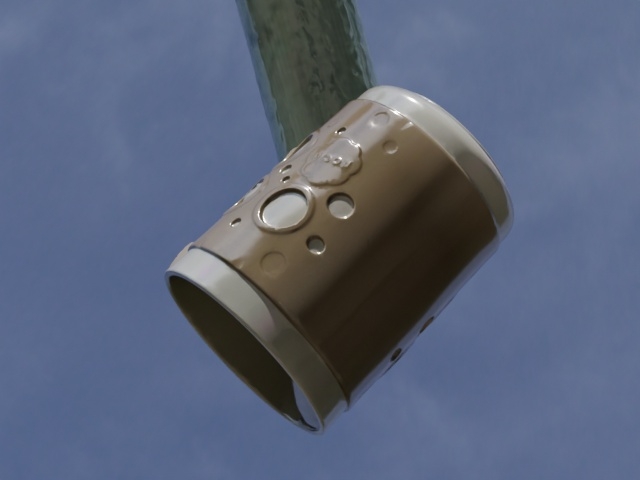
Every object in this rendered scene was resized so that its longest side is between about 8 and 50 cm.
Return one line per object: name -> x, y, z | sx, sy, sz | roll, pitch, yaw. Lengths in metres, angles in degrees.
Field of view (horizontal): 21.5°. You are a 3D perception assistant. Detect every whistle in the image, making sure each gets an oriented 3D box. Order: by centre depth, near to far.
whistle -> -0.011, -0.115, 0.836 | 0.062, 0.062, 0.312 | -15, -89, 15

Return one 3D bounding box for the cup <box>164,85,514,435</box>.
cup -> 0.006, 0.006, 0.566 | 0.099, 0.102, 0.074 | -44, -86, -15
